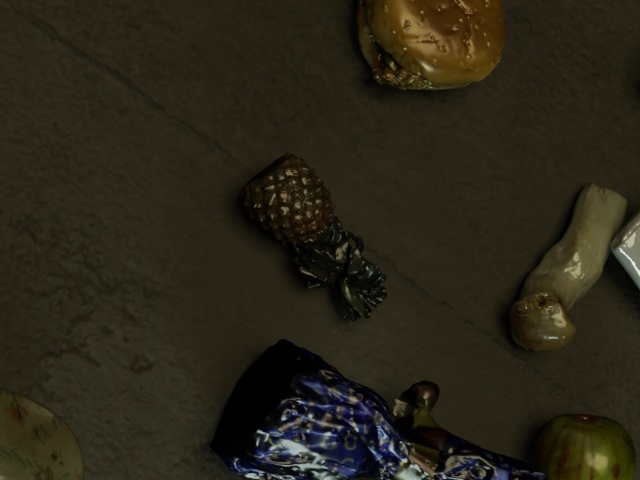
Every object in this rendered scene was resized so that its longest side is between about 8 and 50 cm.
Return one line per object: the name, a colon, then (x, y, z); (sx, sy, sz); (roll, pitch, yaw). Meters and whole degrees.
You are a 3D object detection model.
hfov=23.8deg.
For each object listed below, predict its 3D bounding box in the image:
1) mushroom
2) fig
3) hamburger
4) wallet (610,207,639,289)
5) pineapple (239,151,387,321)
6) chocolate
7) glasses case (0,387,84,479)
mushroom: (0.241, 0.019, 1.434); (0.059, 0.054, 0.202); (45, 59, -15)
fig: (0.241, 0.237, 1.361); (0.093, 0.093, 0.166); (1, 79, -23)
hamburger: (0.101, -0.208, 1.407); (0.138, 0.083, 0.147); (0, 75, -19)
wallet: (0.357, 0.041, 1.464); (0.095, 0.033, 0.190); (-46, 109, -14)
pineapple: (0.000, 0.000, 1.324); (0.074, 0.074, 0.159); (-43, 100, -25)
chocolate: (0.085, 0.194, 1.284); (0.343, 0.126, 0.148); (27, 67, -16)
glasses case: (-0.290, 0.314, 1.109); (0.156, 0.098, 0.425); (18, 72, -16)
